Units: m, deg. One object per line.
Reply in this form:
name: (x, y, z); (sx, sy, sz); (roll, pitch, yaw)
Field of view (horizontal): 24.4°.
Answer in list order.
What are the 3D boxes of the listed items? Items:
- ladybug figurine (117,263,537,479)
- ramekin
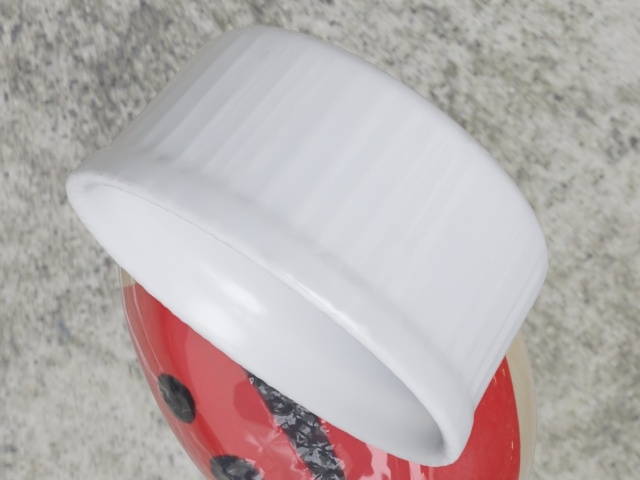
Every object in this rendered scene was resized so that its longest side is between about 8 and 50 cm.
ladybug figurine: (-0.002, 0.096, 1.164); (0.305, 0.162, 0.449); (-29, 98, 21)
ramekin: (0.000, 0.000, 0.876); (0.277, 0.277, 0.135); (46, 72, -29)
